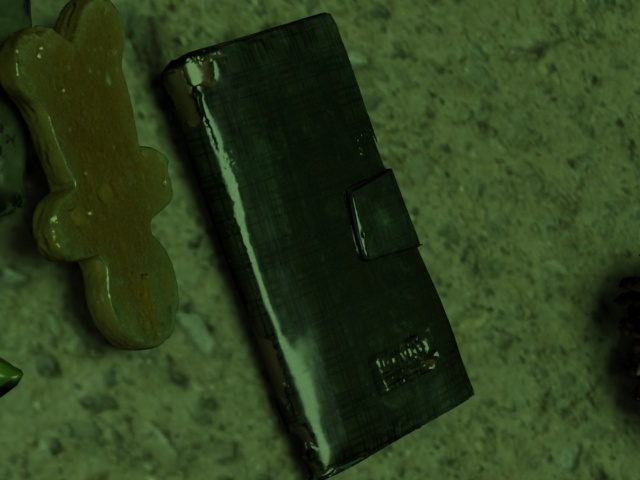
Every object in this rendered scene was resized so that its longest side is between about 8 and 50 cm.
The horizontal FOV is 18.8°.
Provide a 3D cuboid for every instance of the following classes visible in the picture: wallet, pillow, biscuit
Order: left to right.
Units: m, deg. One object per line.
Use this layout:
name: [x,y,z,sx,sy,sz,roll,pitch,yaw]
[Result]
pillow: [-0.230,-0.136,1.256,0.093,0.051,0.241,6,77,-39]
biscuit: [-0.148,-0.037,1.280,0.153,0.030,0.234,-38,116,-56]
wallet: [0.000,0.000,1.405,0.169,0.044,0.317,-23,94,-40]

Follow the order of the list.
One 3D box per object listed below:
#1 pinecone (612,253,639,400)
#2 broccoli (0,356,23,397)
pinecone: [0.313,0.079,1.567,0.173,0.173,0.173,10,73,-36]
broccoli: [-0.251,0.046,1.139,0.160,0.167,0.154,44,84,-9]
